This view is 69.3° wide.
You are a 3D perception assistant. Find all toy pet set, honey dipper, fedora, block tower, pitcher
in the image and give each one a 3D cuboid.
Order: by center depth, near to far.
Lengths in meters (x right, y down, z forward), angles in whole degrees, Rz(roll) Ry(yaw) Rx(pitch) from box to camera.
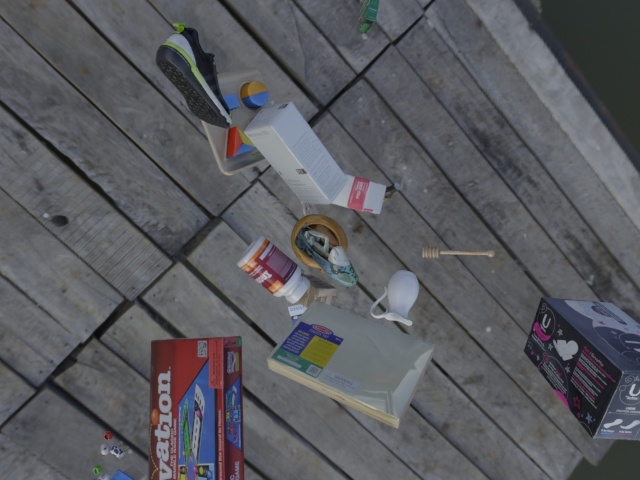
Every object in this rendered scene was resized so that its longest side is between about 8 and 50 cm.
[{"bbox_3d":[-0.371,0.422,0.807,0.114,0.065,0.122,23,102,19],"label":"toy pet set"},{"bbox_3d":[0.319,0.029,1.075,0.161,0.030,0.030,2,94,16],"label":"honey dipper"},{"bbox_3d":[0.000,0.000,1.549,0.195,0.079,0.194,2,99,14],"label":"fedora"},{"bbox_3d":[-0.088,0.164,1.763,0.091,0.336,0.097,1,106,-43],"label":"block tower"},{"bbox_3d":[0.302,0.228,1.877,0.178,0.125,0.207,5,62,23],"label":"pitcher"}]

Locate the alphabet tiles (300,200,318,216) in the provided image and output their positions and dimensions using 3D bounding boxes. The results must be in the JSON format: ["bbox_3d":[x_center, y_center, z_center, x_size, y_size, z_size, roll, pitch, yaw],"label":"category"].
[{"bbox_3d":[-0.048,-0.143,1.727,0.021,0.277,0.284,-14,137,9],"label":"alphabet tiles"}]

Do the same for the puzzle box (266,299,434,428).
[{"bbox_3d":[0.087,0.333,1.331,0.272,0.409,0.052,-47,144,-42],"label":"puzzle box"}]

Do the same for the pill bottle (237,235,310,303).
[{"bbox_3d":[-0.099,0.067,1.012,0.152,0.086,0.086,41,82,-11],"label":"pill bottle"}]

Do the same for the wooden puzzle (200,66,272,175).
[{"bbox_3d":[-0.275,-0.443,1.667,0.322,0.081,0.347,-32,105,-40],"label":"wooden puzzle"}]

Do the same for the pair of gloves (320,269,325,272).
[{"bbox_3d":[0.024,0.073,1.621,0.010,0.074,0.083,10,68,-45],"label":"pair of gloves"}]

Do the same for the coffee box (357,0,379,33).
[{"bbox_3d":[0.176,-0.852,1.653,0.041,0.113,0.184,10,89,-14],"label":"coffee box"}]

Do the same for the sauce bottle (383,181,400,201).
[{"bbox_3d":[0.195,-0.141,1.428,0.042,0.128,0.042,13,64,-29],"label":"sauce bottle"}]

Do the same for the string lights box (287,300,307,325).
[{"bbox_3d":[-0.041,0.349,1.876,0.134,0.076,0.259,-14,111,-2],"label":"string lights box"}]

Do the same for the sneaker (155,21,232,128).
[{"bbox_3d":[-0.215,-0.305,0.877,0.084,0.234,0.097,21,75,19],"label":"sneaker"}]

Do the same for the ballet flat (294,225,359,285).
[{"bbox_3d":[0.014,0.028,1.034,0.188,0.070,0.070,34,82,27],"label":"ballet flat"}]

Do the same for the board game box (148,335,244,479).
[{"bbox_3d":[-0.131,0.242,0.472,0.027,0.145,0.281,8,75,-45],"label":"board game box"}]

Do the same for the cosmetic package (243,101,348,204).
[{"bbox_3d":[-0.052,-0.188,1.037,0.231,0.117,0.085,47,66,-31],"label":"cosmetic package"}]

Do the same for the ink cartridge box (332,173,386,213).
[{"bbox_3d":[0.059,-0.147,1.333,0.218,0.159,0.092,16,97,24],"label":"ink cartridge box"}]

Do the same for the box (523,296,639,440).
[{"bbox_3d":[0.524,0.224,0.854,0.164,0.247,0.142,5,112,-6],"label":"box"}]
